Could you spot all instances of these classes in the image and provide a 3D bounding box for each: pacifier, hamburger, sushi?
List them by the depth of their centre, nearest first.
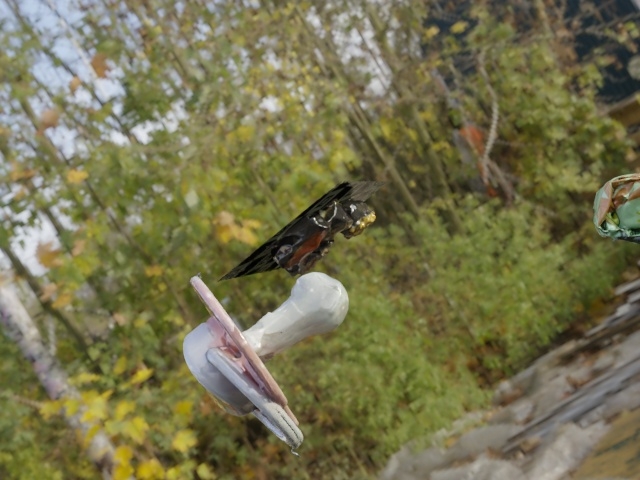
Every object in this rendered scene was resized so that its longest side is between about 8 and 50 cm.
[{"bbox_3d":[0.000,0.000,1.177,0.192,0.043,0.279,-39,-7,10],"label":"sushi"},{"bbox_3d":[-0.093,0.158,1.465,0.332,0.220,0.273,77,-150,-66],"label":"pacifier"},{"bbox_3d":[0.526,-0.046,1.470,0.235,0.125,0.214,0,10,20],"label":"hamburger"}]
